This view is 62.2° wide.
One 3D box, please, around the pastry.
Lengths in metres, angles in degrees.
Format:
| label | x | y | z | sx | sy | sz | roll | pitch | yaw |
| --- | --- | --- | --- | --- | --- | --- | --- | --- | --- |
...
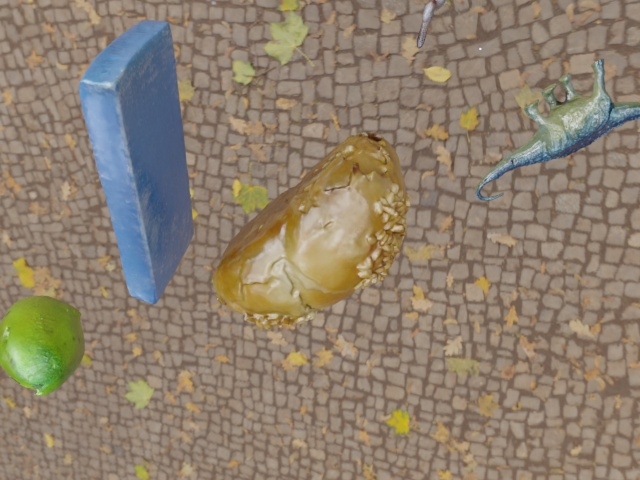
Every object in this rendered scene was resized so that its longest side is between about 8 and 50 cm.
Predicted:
| label | x | y | z | sx | sy | sz | roll | pitch | yaw |
| --- | --- | --- | --- | --- | --- | --- | --- | --- | --- |
| pastry | 0.000 | 0.000 | 0.715 | 0.162 | 0.255 | 0.311 | 47 | 121 | -9 |

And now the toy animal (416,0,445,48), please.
| label | x | y | z | sx | sy | sz | roll | pitch | yaw |
| --- | --- | --- | --- | --- | --- | --- | --- | --- | --- |
| toy animal | 0.327 | -0.680 | 1.386 | 0.090 | 0.324 | 0.195 | 17 | 151 | 15 |

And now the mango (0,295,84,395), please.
| label | x | y | z | sx | sy | sz | roll | pitch | yaw |
| --- | --- | --- | --- | --- | --- | --- | --- | --- | --- |
| mango | -0.374 | 0.138 | 0.721 | 0.100 | 0.178 | 0.119 | -50 | 121 | -2 |

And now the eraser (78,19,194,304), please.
| label | x | y | z | sx | sy | sz | roll | pitch | yaw |
| --- | --- | --- | --- | --- | --- | --- | --- | --- | --- |
| eraser | -0.200 | -0.078 | 0.619 | 0.042 | 0.144 | 0.312 | 11 | 135 | 4 |

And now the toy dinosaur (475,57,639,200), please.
| label | x | y | z | sx | sy | sz | roll | pitch | yaw |
| --- | --- | --- | --- | --- | --- | --- | --- | --- | --- |
| toy dinosaur | 0.408 | -0.193 | 0.874 | 0.363 | 0.076 | 0.147 | -25 | 99 | 18 |
